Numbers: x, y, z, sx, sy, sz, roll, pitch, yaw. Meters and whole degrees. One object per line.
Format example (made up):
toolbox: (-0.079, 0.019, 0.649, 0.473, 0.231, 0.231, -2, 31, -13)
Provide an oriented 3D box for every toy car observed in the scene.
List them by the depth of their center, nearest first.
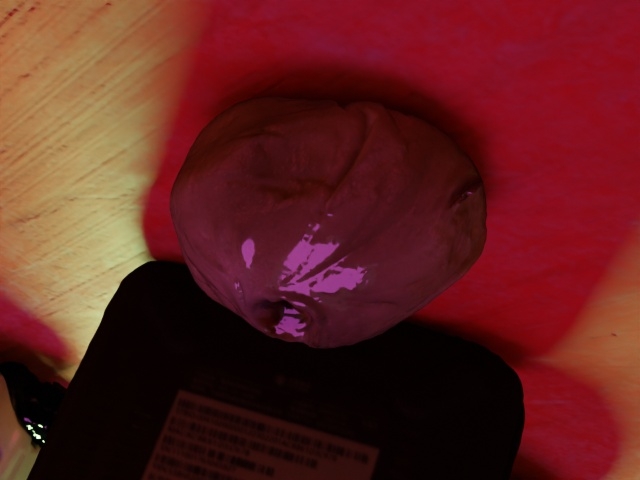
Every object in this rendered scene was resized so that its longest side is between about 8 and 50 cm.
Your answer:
toy car: (-0.317, 0.200, 1.261, 0.190, 0.188, 0.255, 20, 158, 15)

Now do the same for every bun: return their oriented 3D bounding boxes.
bun: (0.000, 0.000, 0.754, 0.167, 0.113, 0.173, 19, 156, -2)

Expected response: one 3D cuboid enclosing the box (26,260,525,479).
box: (-0.039, 0.163, 0.902, 0.290, 0.289, 0.073, 16, 150, 12)
